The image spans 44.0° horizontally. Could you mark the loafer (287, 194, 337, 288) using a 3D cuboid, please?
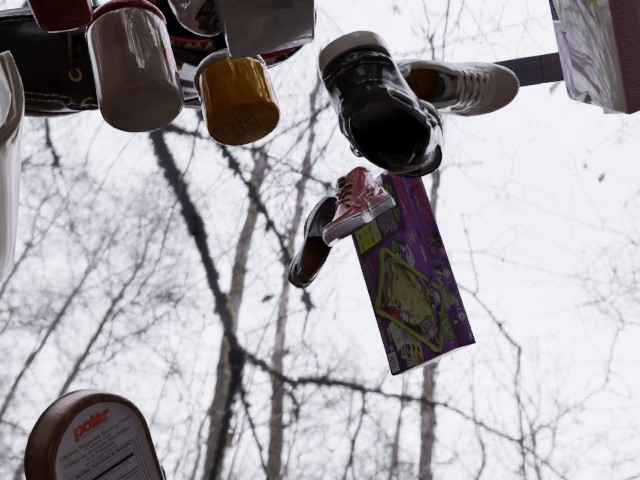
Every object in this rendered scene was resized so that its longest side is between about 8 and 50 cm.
[{"bbox_3d":[0.000,0.000,1.328,0.062,0.170,0.061,22,-14,-14],"label":"loafer"}]

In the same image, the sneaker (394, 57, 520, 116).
[{"bbox_3d":[0.195,-0.222,1.164,0.229,0.092,0.087,-3,-75,-17],"label":"sneaker"}]

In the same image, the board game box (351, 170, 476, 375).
[{"bbox_3d":[0.150,0.051,1.427,0.056,0.346,0.208,-7,-18,-27],"label":"board game box"}]

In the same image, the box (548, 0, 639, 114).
[{"bbox_3d":[0.117,-0.216,0.336,0.067,0.063,0.323,-19,-71,-5],"label":"box"}]

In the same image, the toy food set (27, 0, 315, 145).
[{"bbox_3d":[-0.070,-0.140,0.335,0.111,0.104,0.232,-15,-24,-6],"label":"toy food set"}]

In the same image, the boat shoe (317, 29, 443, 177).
[{"bbox_3d":[0.082,-0.126,0.933,0.114,0.091,0.302,-25,-26,19],"label":"boat shoe"}]

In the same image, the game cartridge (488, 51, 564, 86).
[{"bbox_3d":[0.331,-0.297,1.412,0.297,0.198,0.062,-3,-74,32],"label":"game cartridge"}]

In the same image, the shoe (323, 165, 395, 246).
[{"bbox_3d":[0.041,-0.055,1.172,0.063,0.178,0.081,-36,-93,38],"label":"shoe"}]

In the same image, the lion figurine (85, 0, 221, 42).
[{"bbox_3d":[-0.075,-0.332,0.540,0.392,0.240,0.142,-48,-36,8],"label":"lion figurine"}]

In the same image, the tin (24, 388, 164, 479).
[{"bbox_3d":[-0.178,0.216,0.662,0.040,0.106,0.189,-6,-76,35],"label":"tin"}]

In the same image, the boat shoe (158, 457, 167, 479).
[{"bbox_3d":[-0.249,0.442,1.147,0.105,0.306,0.113,-27,-53,25],"label":"boat shoe"}]

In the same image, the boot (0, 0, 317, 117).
[{"bbox_3d":[-0.213,-0.222,0.884,0.378,0.138,0.284,-1,-1,-28],"label":"boot"}]

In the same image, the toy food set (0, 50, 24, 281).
[{"bbox_3d":[-0.329,0.006,0.495,0.092,0.306,0.219,53,-32,8],"label":"toy food set"}]
